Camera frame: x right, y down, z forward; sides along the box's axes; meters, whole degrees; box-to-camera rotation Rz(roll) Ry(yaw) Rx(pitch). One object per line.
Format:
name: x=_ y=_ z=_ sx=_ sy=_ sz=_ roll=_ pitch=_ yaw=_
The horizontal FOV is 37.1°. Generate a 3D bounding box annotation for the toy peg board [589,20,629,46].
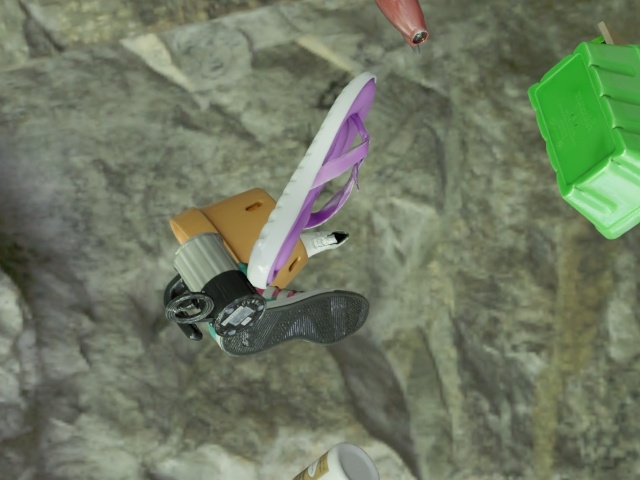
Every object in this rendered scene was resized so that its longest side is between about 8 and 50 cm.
toy peg board: x=0.667 y=-0.386 z=2.158 sx=0.161 sy=0.079 sz=0.161 roll=19 pitch=-132 yaw=-47

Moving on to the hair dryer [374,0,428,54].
hair dryer: x=0.180 y=-0.477 z=1.991 sx=0.223 sy=0.080 sz=0.293 roll=49 pitch=-166 yaw=-21

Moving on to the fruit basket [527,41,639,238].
fruit basket: x=0.629 y=-0.190 z=1.971 sx=0.392 sy=0.283 sz=0.392 roll=23 pitch=-133 yaw=-26

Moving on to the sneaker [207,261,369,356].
sneaker: x=-0.077 y=0.111 z=1.656 sx=0.295 sy=0.178 sz=0.124 roll=-5 pitch=-63 yaw=-32

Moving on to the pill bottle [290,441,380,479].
pill bottle: x=0.003 y=0.525 z=1.956 sx=0.131 sy=0.229 sz=0.131 roll=35 pitch=-152 yaw=-22

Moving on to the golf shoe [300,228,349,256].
golf shoe: x=0.000 y=0.000 z=2.573 sx=0.176 sy=0.086 sz=0.069 roll=-19 pitch=-90 yaw=-39

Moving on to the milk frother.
milk frother: x=-0.168 y=0.058 z=1.327 sx=0.135 sy=0.129 sz=0.143 roll=51 pitch=169 yaw=32

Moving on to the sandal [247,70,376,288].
sandal: x=0.011 y=-0.087 z=1.555 sx=0.416 sy=0.102 sz=0.169 roll=-61 pitch=-5 yaw=-19

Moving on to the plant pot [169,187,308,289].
plant pot: x=-0.163 y=0.022 z=2.063 sx=0.203 sy=0.291 sz=0.291 roll=-34 pitch=-51 yaw=-12
